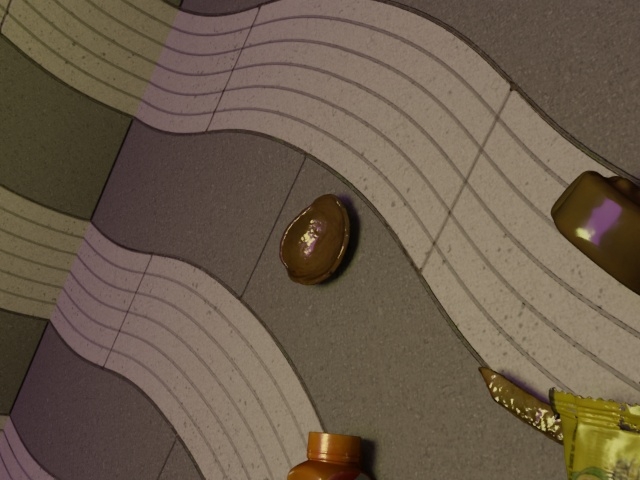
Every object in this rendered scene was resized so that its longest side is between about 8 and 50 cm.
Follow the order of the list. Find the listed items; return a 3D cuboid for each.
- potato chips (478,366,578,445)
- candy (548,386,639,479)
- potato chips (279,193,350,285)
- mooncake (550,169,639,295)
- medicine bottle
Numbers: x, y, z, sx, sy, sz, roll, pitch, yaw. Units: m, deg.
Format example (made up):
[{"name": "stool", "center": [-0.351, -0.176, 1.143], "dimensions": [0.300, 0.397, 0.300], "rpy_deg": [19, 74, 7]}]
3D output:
[{"name": "potato chips", "center": [0.394, 0.281, 1.133], "dimensions": [0.407, 0.057, 0.080], "rpy_deg": [15, 84, 50]}, {"name": "candy", "center": [0.396, 0.357, 1.040], "dimensions": [0.187, 0.081, 0.297], "rpy_deg": [-1, 101, 53]}, {"name": "potato chips", "center": [0.000, 0.001, 1.688], "dimensions": [0.195, 0.061, 0.208], "rpy_deg": [9, 82, 45]}, {"name": "mooncake", "center": [0.440, -0.007, 1.069], "dimensions": [0.117, 0.234, 0.235], "rpy_deg": [-55, 42, 15]}, {"name": "medicine bottle", "center": [0.017, 0.475, 1.423], "dimensions": [0.112, 0.149, 0.222], "rpy_deg": [-10, 69, 46]}]
